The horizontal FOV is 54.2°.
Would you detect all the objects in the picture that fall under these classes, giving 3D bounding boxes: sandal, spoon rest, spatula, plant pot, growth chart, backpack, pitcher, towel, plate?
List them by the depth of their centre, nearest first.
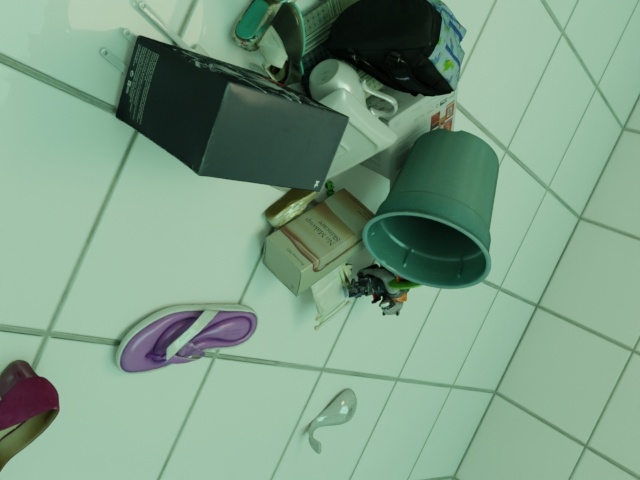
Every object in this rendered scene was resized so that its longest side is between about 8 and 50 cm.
[{"bbox_3d":[-0.330,-0.372,1.308,0.168,0.019,0.242,-53,140,-2],"label":"spatula"},{"bbox_3d":[0.082,-0.361,1.560,0.207,0.177,0.126,43,40,-47],"label":"pitcher"},{"bbox_3d":[0.230,-0.483,1.573,0.355,0.290,0.274,32,72,-53],"label":"backpack"},{"bbox_3d":[0.023,-0.243,1.593,0.277,0.045,0.277,-26,149,26],"label":"plate"},{"bbox_3d":[-0.314,0.246,1.594,0.416,0.102,0.170,-12,119,-42],"label":"sandal"},{"bbox_3d":[0.064,-0.495,1.640,0.324,0.056,0.312,-39,132,-22],"label":"towel"},{"bbox_3d":[0.324,-0.099,1.695,0.341,0.340,0.334,58,45,-46],"label":"plant pot"},{"bbox_3d":[0.032,0.134,1.847,0.172,0.021,0.237,-30,125,-31],"label":"growth chart"},{"bbox_3d":[0.042,0.632,2.216,0.276,0.084,0.137,-37,136,-46],"label":"spoon rest"}]

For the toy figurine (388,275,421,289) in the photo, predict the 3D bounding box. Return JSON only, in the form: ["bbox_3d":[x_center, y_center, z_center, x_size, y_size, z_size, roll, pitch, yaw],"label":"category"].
[{"bbox_3d":[0.262,0.043,1.864,0.173,0.130,0.159,-28,110,-57],"label":"toy figurine"}]

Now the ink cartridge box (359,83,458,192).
[{"bbox_3d":[0.258,-0.327,1.854,0.309,0.130,0.272,-36,141,-28],"label":"ink cartridge box"}]

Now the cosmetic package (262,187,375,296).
[{"bbox_3d":[0.000,0.000,1.730,0.296,0.153,0.129,-36,157,-30],"label":"cosmetic package"}]

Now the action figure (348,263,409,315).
[{"bbox_3d":[0.205,0.085,1.950,0.341,0.178,0.331,-32,118,-65],"label":"action figure"}]

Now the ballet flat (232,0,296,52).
[{"bbox_3d":[-0.113,-0.527,1.417,0.241,0.091,0.077,-51,169,-8],"label":"ballet flat"}]

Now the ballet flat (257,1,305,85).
[{"bbox_3d":[-0.085,-0.420,1.406,0.096,0.095,0.280,-32,167,-8],"label":"ballet flat"}]

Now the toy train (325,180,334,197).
[{"bbox_3d":[0.029,-0.136,1.814,0.023,0.017,0.083,-26,129,-23],"label":"toy train"}]

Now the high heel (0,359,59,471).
[{"bbox_3d":[-0.666,0.442,1.269,0.127,0.181,0.378,25,92,-50],"label":"high heel"}]

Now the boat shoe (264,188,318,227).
[{"bbox_3d":[-0.074,-0.094,1.699,0.170,0.063,0.059,-34,135,-17],"label":"boat shoe"}]

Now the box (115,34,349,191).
[{"bbox_3d":[-0.177,-0.254,1.283,0.343,0.312,0.179,2,116,-50],"label":"box"}]

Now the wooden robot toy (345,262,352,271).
[{"bbox_3d":[0.042,0.078,1.909,0.173,0.076,0.079,-10,107,-44],"label":"wooden robot toy"}]
